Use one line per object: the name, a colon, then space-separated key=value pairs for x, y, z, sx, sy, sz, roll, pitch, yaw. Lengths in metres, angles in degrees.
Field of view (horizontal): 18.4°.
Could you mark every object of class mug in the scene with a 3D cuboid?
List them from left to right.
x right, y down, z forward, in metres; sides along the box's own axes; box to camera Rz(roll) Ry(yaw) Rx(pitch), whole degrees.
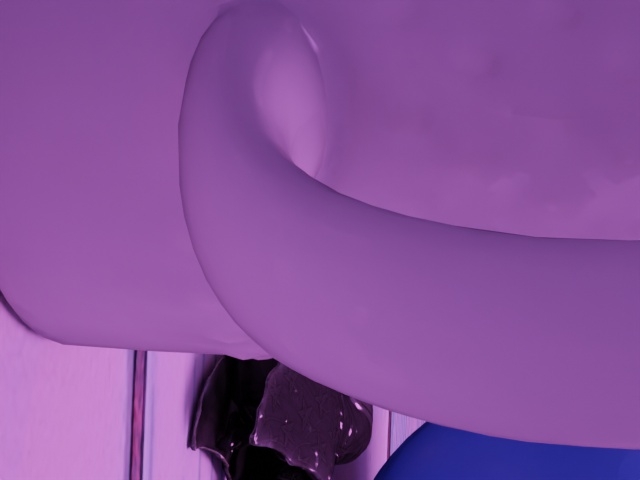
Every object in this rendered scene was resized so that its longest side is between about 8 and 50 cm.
mug: x=0.084 y=-0.075 z=0.507 sx=0.374 sy=0.328 sz=0.276 roll=-75 pitch=164 yaw=-57

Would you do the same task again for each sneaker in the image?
sneaker: x=-0.015 y=0.082 z=0.839 sx=0.170 sy=0.051 sz=0.089 roll=70 pitch=23 yaw=-57

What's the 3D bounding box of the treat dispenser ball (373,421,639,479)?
treat dispenser ball: x=0.150 y=0.219 z=1.156 sx=0.288 sy=0.288 sz=0.288 roll=2 pitch=90 yaw=-82
